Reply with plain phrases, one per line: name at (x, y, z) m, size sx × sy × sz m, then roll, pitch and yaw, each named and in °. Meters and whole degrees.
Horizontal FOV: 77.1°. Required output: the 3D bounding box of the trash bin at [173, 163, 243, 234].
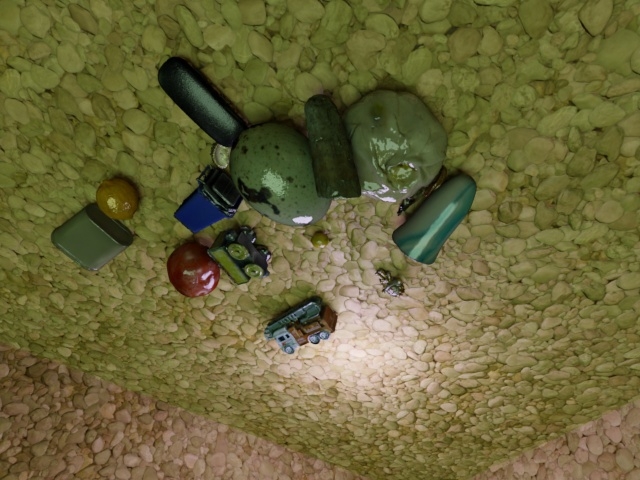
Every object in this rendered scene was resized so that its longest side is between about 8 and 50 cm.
trash bin at (-0.423, -0.145, 1.483) m, size 0.235 × 0.162 × 0.184 m, roll -28°, pitch 118°, yaw 33°

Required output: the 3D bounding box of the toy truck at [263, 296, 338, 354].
toy truck at (-0.102, 0.394, 1.865) m, size 0.339 × 0.133 × 0.184 m, roll -28°, pitch 109°, yaw 23°

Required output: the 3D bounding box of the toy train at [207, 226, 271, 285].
toy train at (-0.320, 0.062, 1.640) m, size 0.178 × 0.134 × 0.260 m, roll -16°, pitch 124°, yaw 28°

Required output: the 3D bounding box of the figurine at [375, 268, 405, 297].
figurine at (0.288, 0.180, 1.684) m, size 0.143 × 0.068 × 0.101 m, roll 24°, pitch 124°, yaw 5°

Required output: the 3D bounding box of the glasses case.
glasses case at (-0.373, -0.438, 1.290) m, size 0.122 × 0.082 × 0.321 m, roll -33°, pitch 116°, yaw 29°

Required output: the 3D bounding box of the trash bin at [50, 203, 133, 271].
trash bin at (-0.953, -0.009, 1.687) m, size 0.248 × 0.121 × 0.243 m, roll -28°, pitch 118°, yaw 23°

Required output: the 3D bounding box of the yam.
yam at (0.024, -0.266, 1.171) m, size 0.133 × 0.133 × 0.329 m, roll -15°, pitch 86°, yaw 19°

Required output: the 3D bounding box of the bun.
bun at (0.205, -0.273, 1.247) m, size 0.366 × 0.219 × 0.364 m, roll 4°, pitch 124°, yaw 6°

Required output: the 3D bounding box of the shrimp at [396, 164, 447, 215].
shrimp at (0.327, -0.163, 1.381) m, size 0.066 × 0.117 × 0.262 m, roll 37°, pitch 129°, yaw -3°

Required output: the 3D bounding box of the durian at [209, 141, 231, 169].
durian at (-0.352, -0.307, 1.407) m, size 0.066 × 0.052 × 0.130 m, roll 15°, pitch 121°, yaw 0°

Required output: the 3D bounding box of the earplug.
earplug at (0.413, -0.089, 1.391) m, size 0.185 × 0.185 × 0.324 m, roll 26°, pitch 122°, yaw -11°

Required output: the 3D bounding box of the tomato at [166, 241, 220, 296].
tomato at (-0.532, 0.120, 1.658) m, size 0.232 × 0.189 × 0.231 m, roll 26°, pitch 129°, yaw 37°

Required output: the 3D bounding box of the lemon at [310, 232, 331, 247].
lemon at (0.000, 0.000, 1.585) m, size 0.084 × 0.062 × 0.062 m, roll 0°, pitch 127°, yaw 8°

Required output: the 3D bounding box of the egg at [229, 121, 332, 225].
egg at (-0.119, -0.208, 1.304) m, size 0.288 × 0.287 × 0.379 m, roll -32°, pitch 126°, yaw 28°

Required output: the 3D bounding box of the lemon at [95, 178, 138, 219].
lemon at (-0.773, -0.151, 1.535) m, size 0.142 × 0.142 × 0.187 m, roll -1°, pitch 132°, yaw 9°
